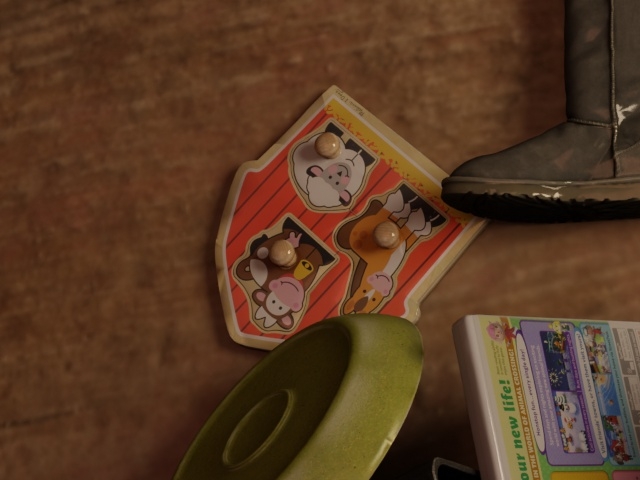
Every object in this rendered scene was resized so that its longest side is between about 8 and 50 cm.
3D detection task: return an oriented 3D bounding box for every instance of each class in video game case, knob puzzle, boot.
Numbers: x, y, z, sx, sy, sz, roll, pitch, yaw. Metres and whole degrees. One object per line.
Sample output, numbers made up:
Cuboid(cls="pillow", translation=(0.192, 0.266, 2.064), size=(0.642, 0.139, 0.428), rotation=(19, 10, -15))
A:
Cuboid(cls="video game case", translation=(0.185, 0.150, 1.142), size=(0.023, 0.193, 0.212), rotation=(-42, 51, 52))
Cuboid(cls="knob puzzle", translation=(0.000, 0.000, 1.334), size=(0.213, 0.030, 0.213), rotation=(-7, 69, 18))
Cuboid(cls="boot", translation=(0.180, -0.119, 1.286), size=(0.190, 0.076, 0.208), rotation=(0, 77, 5))

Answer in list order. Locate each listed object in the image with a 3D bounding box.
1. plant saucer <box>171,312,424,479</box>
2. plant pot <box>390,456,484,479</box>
Cuboid(cls="plant saucer", translation=(-0.030, 0.134, 1.204), size=(0.241, 0.037, 0.241), rotation=(-42, 18, 17))
Cuboid(cls="plant pot", translation=(0.061, 0.258, 1.141), size=(0.167, 0.187, 0.188), rotation=(-20, 65, 27))
